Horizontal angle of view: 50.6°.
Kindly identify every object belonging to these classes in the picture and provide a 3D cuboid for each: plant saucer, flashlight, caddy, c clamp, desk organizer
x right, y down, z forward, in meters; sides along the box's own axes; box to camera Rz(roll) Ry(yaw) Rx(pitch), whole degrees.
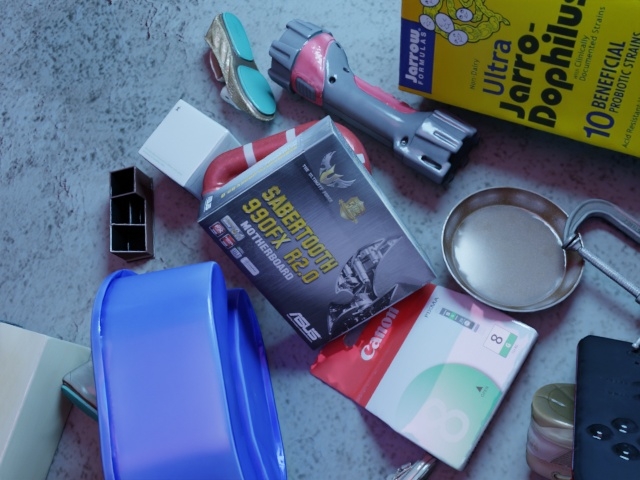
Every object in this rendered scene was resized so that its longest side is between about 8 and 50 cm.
[{"bbox_3d":[0.226,0.012,0.809,0.168,0.029,0.168,0,62,0],"label":"plant saucer"},{"bbox_3d":[0.070,-0.192,0.915,0.304,0.103,0.103,33,109,20],"label":"flashlight"},{"bbox_3d":[-0.162,0.188,0.774,0.179,0.241,0.341,-15,68,5],"label":"caddy"},{"bbox_3d":[0.340,0.024,0.772,0.137,0.022,0.160,-34,66,-19],"label":"c clamp"},{"bbox_3d":[-0.275,-0.038,0.984,0.047,0.050,0.130,-12,69,13],"label":"desk organizer"}]

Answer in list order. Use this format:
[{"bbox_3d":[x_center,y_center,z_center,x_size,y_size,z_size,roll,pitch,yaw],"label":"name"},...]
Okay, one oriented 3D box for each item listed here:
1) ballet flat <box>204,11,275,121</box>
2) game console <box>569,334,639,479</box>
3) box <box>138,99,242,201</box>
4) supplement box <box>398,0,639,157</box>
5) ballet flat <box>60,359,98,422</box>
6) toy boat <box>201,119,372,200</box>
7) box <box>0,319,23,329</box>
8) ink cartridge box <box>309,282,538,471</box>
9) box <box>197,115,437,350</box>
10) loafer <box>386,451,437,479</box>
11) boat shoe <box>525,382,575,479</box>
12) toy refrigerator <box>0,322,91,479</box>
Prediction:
[{"bbox_3d":[-0.124,-0.246,1.012,0.067,0.073,0.206,-37,60,32],"label":"ballet flat"},{"bbox_3d":[0.416,0.190,0.570,0.386,0.342,0.060,9,114,19],"label":"game console"},{"bbox_3d":[-0.177,-0.123,0.964,0.101,0.087,0.102,36,85,24],"label":"box"},{"bbox_3d":[0.290,-0.257,0.779,0.356,0.194,0.195,21,52,22],"label":"supplement box"},{"bbox_3d":[-0.251,0.231,0.880,0.213,0.072,0.068,37,55,21],"label":"ballet flat"},{"bbox_3d":[-0.050,-0.068,0.860,0.231,0.151,0.151,-18,86,11],"label":"toy boat"},{"bbox_3d":[-0.548,0.218,0.975,0.183,0.059,0.232,6,75,18],"label":"box"},{"bbox_3d":[0.115,0.135,0.810,0.225,0.056,0.181,29,81,22],"label":"ink cartridge box"},{"bbox_3d":[0.000,0.000,0.792,0.183,0.231,0.056,-31,28,13],"label":"box"},{"bbox_3d":[0.081,0.287,0.773,0.039,0.045,0.125,38,88,31],"label":"loafer"},{"bbox_3d":[0.365,0.228,0.685,0.302,0.109,0.098,8,113,18],"label":"boat shoe"},{"bbox_3d":[-0.415,0.255,0.899,0.094,0.102,0.269,11,76,20],"label":"toy refrigerator"}]
